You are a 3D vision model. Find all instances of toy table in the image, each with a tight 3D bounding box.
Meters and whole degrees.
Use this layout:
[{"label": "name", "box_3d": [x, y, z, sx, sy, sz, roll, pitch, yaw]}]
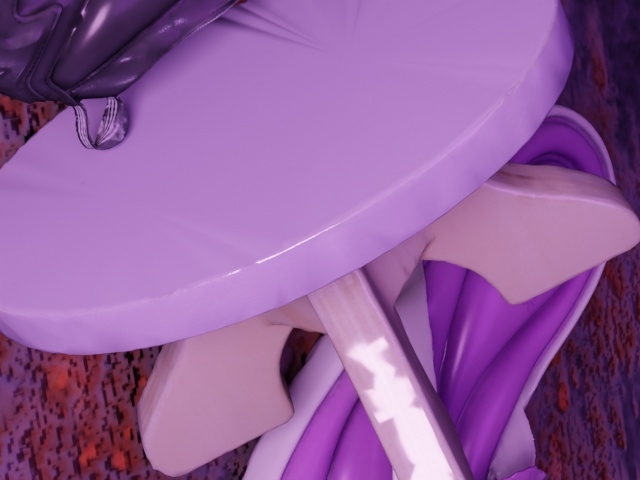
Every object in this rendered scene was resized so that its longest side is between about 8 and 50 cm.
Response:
[{"label": "toy table", "box_3d": [0.000, 0.000, 0.772, 0.252, 0.274, 0.161, -93, 158, -47]}]

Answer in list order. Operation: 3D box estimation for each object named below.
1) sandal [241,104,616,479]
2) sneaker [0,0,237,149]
[{"label": "sandal", "box_3d": [0.068, 0.098, 0.911, 0.169, 0.102, 0.416, 38, 66, -35]}, {"label": "sneaker", "box_3d": [-0.097, -0.173, 0.741, 0.153, 0.101, 0.268, 26, 78, -30]}]
